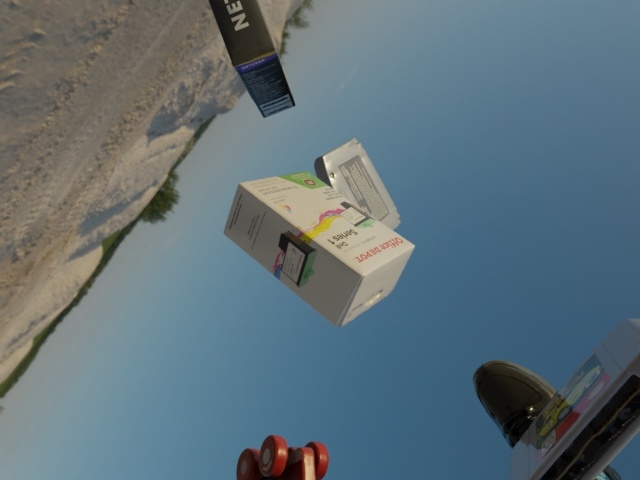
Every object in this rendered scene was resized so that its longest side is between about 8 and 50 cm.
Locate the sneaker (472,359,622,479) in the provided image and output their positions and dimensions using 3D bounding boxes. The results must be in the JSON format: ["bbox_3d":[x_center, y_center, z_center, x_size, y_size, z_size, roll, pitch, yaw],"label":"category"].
[{"bbox_3d":[0.401,0.360,0.802,0.140,0.341,0.125,-1,135,-54],"label":"sneaker"}]

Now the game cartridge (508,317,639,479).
[{"bbox_3d":[0.352,0.234,0.607,0.294,0.060,0.196,-57,155,12],"label":"game cartridge"}]

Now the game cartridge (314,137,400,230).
[{"bbox_3d":[0.106,-0.134,1.326,0.198,0.297,0.062,-35,-170,-33],"label":"game cartridge"}]

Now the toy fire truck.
[{"bbox_3d":[-0.105,0.676,1.205,0.302,0.169,0.253,-44,-145,37],"label":"toy fire truck"}]

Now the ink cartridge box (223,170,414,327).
[{"bbox_3d":[0.000,0.000,0.823,0.201,0.278,0.117,-22,143,-52],"label":"ink cartridge box"}]

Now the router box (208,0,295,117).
[{"bbox_3d":[-0.150,-0.426,0.877,0.081,0.308,0.243,-21,174,3],"label":"router box"}]
